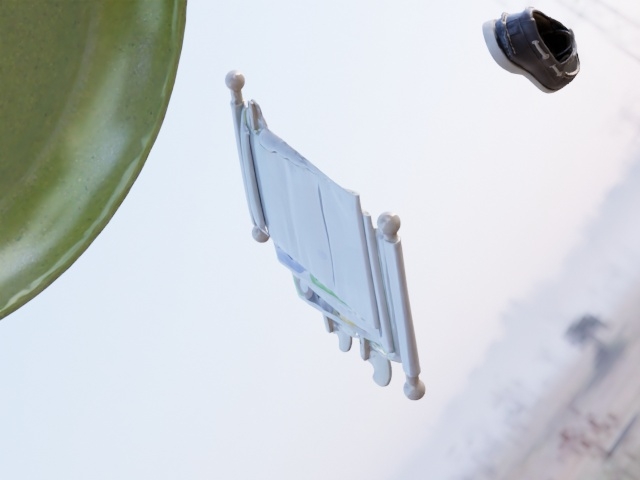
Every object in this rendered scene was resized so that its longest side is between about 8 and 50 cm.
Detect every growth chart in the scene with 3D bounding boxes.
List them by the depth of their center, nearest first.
[{"bbox_3d":[0.000,0.000,1.238,0.021,0.237,0.172,-24,-48,-22],"label":"growth chart"}]

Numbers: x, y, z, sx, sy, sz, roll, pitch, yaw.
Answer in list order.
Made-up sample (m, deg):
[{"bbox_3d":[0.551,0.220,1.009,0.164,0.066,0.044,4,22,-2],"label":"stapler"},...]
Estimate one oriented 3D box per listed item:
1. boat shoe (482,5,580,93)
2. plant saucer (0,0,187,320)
[{"bbox_3d":[0.151,-0.130,1.165,0.038,0.046,0.125,-21,-19,28],"label":"boat shoe"},{"bbox_3d":[-0.150,-0.078,0.569,0.241,0.037,0.241,-15,-66,-38],"label":"plant saucer"}]
